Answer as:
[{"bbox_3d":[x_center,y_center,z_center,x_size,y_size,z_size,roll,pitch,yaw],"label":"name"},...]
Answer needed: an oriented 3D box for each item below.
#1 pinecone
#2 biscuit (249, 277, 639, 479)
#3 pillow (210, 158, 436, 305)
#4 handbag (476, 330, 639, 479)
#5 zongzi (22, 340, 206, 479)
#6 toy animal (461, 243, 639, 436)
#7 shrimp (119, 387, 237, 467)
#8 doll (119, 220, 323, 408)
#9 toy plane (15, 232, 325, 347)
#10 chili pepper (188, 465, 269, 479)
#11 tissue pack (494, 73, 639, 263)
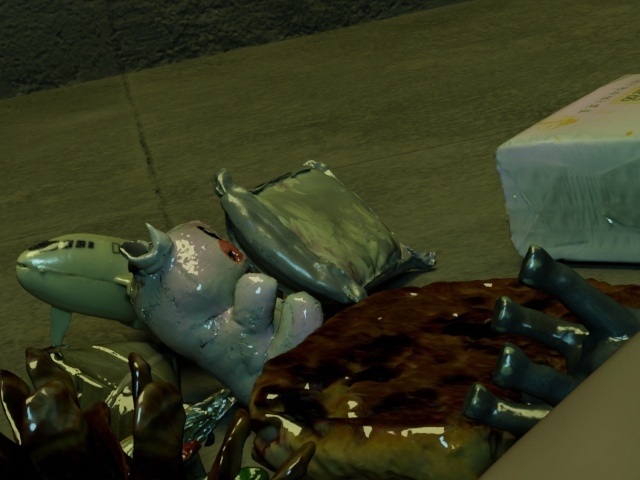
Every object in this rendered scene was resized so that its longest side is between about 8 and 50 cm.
[{"bbox_3d":[-0.125,0.154,1.056,0.201,0.202,0.229,37,42,27],"label":"pinecone"},{"bbox_3d":[0.107,0.101,1.310,0.289,0.081,0.334,5,20,35],"label":"biscuit"},{"bbox_3d":[0.000,0.000,1.663,0.169,0.059,0.255,37,17,11],"label":"pillow"},{"bbox_3d":[0.198,0.130,0.813,0.283,0.149,0.302,-47,14,3],"label":"handbag"},{"bbox_3d":[-0.113,0.130,1.413,0.176,0.078,0.160,23,16,25],"label":"zongzi"},{"bbox_3d":[0.161,0.063,1.049,0.137,0.082,0.269,21,-17,-7],"label":"toy animal"},{"bbox_3d":[-0.125,0.161,1.275,0.190,0.042,0.101,-39,22,-24],"label":"shrimp"},{"bbox_3d":[-0.071,0.056,1.472,0.192,0.095,0.149,34,-7,12],"label":"doll"},{"bbox_3d":[-0.133,0.043,1.636,0.256,0.104,0.242,-2,11,-30],"label":"toy plane"},{"bbox_3d":[-0.088,0.173,1.273,0.118,0.035,0.055,-17,-1,-36],"label":"chili pepper"},{"bbox_3d":[0.292,-0.069,1.722,0.185,0.124,0.225,3,21,38],"label":"tissue pack"}]
